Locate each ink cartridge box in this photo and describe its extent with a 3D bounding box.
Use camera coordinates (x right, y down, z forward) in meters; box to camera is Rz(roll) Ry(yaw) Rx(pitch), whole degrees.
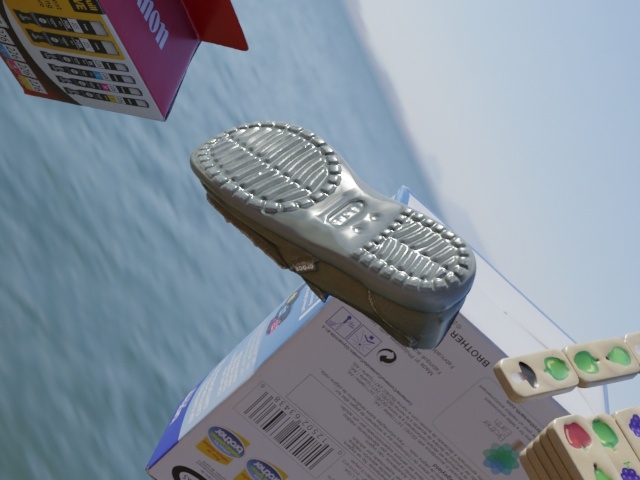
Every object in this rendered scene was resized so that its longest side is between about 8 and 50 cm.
[{"bbox_3d":[0.031,0.186,1.355,0.270,0.395,0.151,43,22,-8],"label":"ink cartridge box"},{"bbox_3d":[-0.256,-0.278,1.661,0.309,0.272,0.130,65,42,-59],"label":"ink cartridge box"}]

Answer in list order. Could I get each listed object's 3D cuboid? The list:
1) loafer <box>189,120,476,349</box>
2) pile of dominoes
[{"bbox_3d":[0.000,0.000,1.017,0.251,0.094,0.087,37,-37,36],"label":"loafer"},{"bbox_3d":[0.236,0.133,0.905,0.251,0.040,0.196,-7,57,-38],"label":"pile of dominoes"}]
